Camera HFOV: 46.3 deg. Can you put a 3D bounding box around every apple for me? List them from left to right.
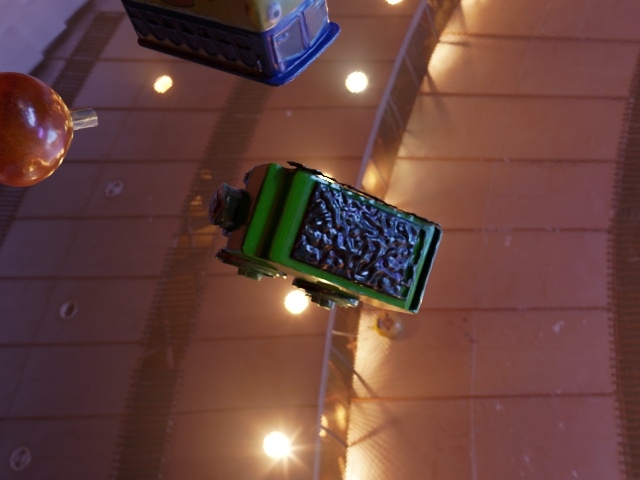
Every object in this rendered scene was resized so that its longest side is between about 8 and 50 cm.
[{"bbox_3d":[-0.439,-0.163,1.078,0.163,0.139,0.163,-20,-132,24],"label":"apple"}]

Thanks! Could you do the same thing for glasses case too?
[{"bbox_3d":[-0.514,-0.232,1.456,0.064,0.041,0.170,3,-163,23],"label":"glasses case"}]

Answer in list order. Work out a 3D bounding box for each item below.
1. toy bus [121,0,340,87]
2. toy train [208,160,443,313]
[{"bbox_3d":[-0.131,-0.323,0.966,0.287,0.175,0.138,24,-121,32],"label":"toy bus"},{"bbox_3d":[0.000,0.000,0.834,0.188,0.243,0.132,-1,-110,67],"label":"toy train"}]
